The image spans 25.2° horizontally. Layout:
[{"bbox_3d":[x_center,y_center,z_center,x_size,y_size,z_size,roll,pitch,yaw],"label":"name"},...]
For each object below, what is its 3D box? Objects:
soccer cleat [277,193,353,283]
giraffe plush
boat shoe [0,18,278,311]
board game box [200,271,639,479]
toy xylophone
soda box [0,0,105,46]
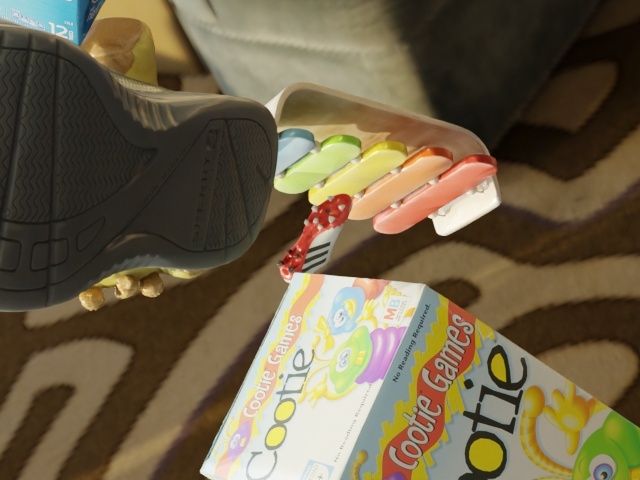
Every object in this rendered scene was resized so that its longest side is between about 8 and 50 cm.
[{"bbox_3d":[0.000,0.000,1.122,0.029,0.035,0.083,35,89,41],"label":"soccer cleat"},{"bbox_3d":[-0.171,-0.038,1.075,0.181,0.210,0.171,-27,47,18],"label":"giraffe plush"},{"bbox_3d":[-0.133,-0.040,0.653,0.103,0.118,0.320,15,9,26],"label":"boat shoe"},{"bbox_3d":[0.092,0.147,0.888,0.142,0.275,0.144,3,64,58],"label":"board game box"},{"bbox_3d":[0.031,-0.077,1.568,0.236,0.322,0.081,138,136,-57],"label":"toy xylophone"},{"bbox_3d":[-0.227,-0.197,0.863,0.210,0.067,0.071,23,63,1],"label":"soda box"}]
